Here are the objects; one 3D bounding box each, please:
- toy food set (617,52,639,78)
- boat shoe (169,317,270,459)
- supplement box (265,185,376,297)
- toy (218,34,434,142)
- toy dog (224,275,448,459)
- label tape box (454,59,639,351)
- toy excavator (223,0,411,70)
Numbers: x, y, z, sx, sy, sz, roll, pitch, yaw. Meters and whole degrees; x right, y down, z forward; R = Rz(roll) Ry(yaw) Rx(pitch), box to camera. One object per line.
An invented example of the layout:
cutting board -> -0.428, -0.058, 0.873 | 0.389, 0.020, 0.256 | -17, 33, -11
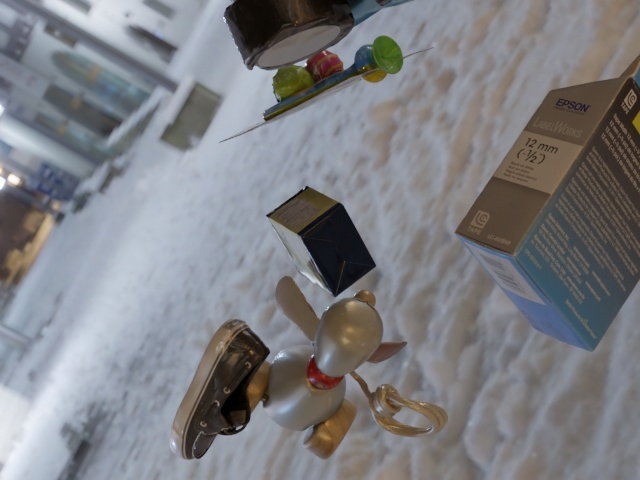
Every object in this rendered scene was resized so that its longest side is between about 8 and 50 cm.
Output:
toy food set -> 0.560, -0.230, 1.823 | 0.306, 0.219, 0.092 | -51, 7, 19
boat shoe -> -0.116, 0.196, 1.496 | 0.080, 0.076, 0.228 | -29, -31, -54
supplement box -> 0.000, 0.000, 1.259 | 0.056, 0.083, 0.083 | -36, 29, -13
toy -> -0.005, -0.178, 1.357 | 0.137, 0.056, 0.237 | -27, 9, -41
toy dog -> 0.013, 0.139, 1.508 | 0.333, 0.220, 0.161 | -24, 32, 49
label tape box -> 0.357, -0.067, 1.611 | 0.115, 0.249, 0.348 | 20, 72, 46
toy excavator -> 0.141, -0.350, 1.143 | 0.433, 0.222, 0.445 | -28, -8, 33
